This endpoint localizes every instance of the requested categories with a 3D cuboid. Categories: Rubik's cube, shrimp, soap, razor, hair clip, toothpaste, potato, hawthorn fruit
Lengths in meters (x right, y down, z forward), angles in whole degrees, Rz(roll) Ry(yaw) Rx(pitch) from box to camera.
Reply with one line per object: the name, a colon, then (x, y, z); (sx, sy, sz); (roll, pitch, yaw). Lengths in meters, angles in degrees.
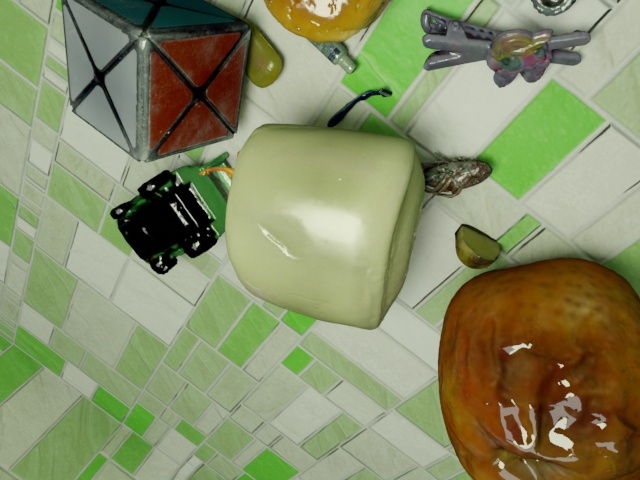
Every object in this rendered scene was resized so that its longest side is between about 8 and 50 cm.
Rubik's cube: (-0.322, -0.339, 0.960); (0.260, 0.259, 0.255); (32, 128, 21)
shrimp: (0.245, -0.130, 0.983); (0.190, 0.075, 0.073); (4, 154, 34)
soap: (-0.138, -0.384, 1.007); (0.089, 0.045, 0.140); (-36, 98, 33)
razor: (0.071, -0.273, 0.996); (0.154, 0.044, 0.028); (-23, 79, 36)
hair clip: (0.293, -0.320, 0.830); (0.278, 0.090, 0.137); (18, 160, 17)
toothpaste: (-0.011, -0.405, 0.944); (0.216, 0.037, 0.062); (45, 128, -2)
potato: (0.319, 0.027, 1.025); (0.096, 0.103, 0.066); (28, 124, 8)
hawthorn fruit: (0.432, 0.264, 0.920); (0.471, 0.472, 0.472); (12, 124, 18)

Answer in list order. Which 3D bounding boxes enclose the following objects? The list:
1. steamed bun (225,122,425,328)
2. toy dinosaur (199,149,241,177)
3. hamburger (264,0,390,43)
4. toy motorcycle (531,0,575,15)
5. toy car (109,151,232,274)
steamed bun: (0.000, 0.000, 0.980); (0.371, 0.290, 0.456); (10, 144, 13)
toy dinosaur: (-0.131, -0.158, 1.112); (0.288, 0.070, 0.117); (-18, 121, 12)
hamburger: (0.023, -0.461, 0.812); (0.244, 0.163, 0.244); (12, 122, 19)
toy motorcycle: (0.400, -0.441, 0.708); (0.130, 0.094, 0.229); (53, 139, -8)
toy car: (-0.356, -0.066, 1.235); (0.358, 0.176, 0.213); (-24, 107, 38)
